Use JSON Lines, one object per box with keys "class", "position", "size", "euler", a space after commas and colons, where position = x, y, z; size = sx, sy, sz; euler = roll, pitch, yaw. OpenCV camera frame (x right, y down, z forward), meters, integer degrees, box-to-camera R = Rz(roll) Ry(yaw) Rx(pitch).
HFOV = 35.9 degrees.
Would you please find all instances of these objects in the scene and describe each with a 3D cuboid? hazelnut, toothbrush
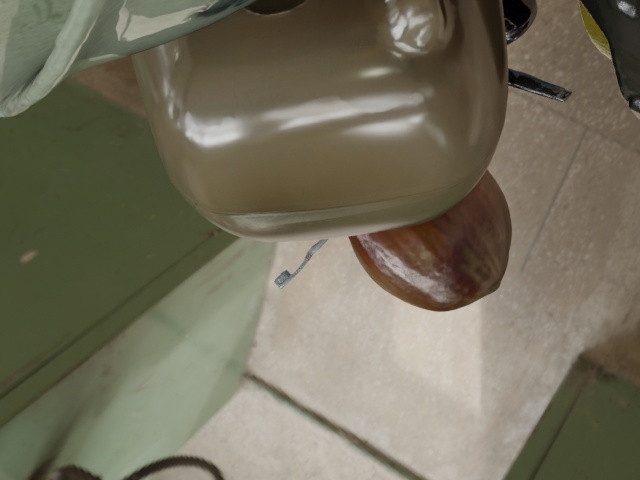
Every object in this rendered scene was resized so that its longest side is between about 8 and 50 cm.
{"class": "hazelnut", "position": [0.124, -0.020, 1.150], "size": [0.181, 0.212, 0.181], "euler": [9, 132, 35]}
{"class": "toothbrush", "position": [0.000, 0.000, 1.459], "size": [0.019, 0.013, 0.193], "euler": [44, 102, 5]}

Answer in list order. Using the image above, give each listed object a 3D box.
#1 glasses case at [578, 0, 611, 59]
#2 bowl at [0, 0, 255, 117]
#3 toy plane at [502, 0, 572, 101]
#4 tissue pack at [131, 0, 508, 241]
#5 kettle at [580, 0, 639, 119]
{"class": "glasses case", "position": [0.352, -0.316, 0.880], "size": [0.141, 0.173, 0.371], "euler": [-122, 40, -54]}
{"class": "bowl", "position": [-0.045, -0.266, 0.422], "size": [0.435, 0.196, 0.434], "euler": [1, 92, 59]}
{"class": "toy plane", "position": [0.096, -0.248, 1.086], "size": [0.382, 0.106, 0.155], "euler": [15, 147, 34]}
{"class": "tissue pack", "position": [-0.011, -0.206, 0.717], "size": [0.267, 0.277, 0.387], "euler": [-8, 73, 6]}
{"class": "kettle", "position": [0.217, -0.180, 0.492], "size": [0.144, 0.232, 0.202], "euler": [36, 160, 31]}
